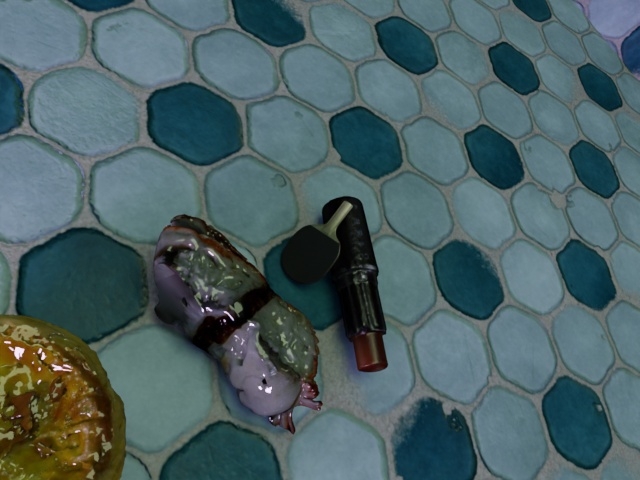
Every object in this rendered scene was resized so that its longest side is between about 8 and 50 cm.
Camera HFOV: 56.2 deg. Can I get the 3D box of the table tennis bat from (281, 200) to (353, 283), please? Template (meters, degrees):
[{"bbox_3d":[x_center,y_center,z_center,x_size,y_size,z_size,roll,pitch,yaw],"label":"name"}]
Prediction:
[{"bbox_3d":[0.000,0.000,0.973,0.087,0.013,0.156,35,81,23],"label":"table tennis bat"}]

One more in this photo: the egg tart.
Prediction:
[{"bbox_3d":[-0.355,0.215,0.627,0.290,0.115,0.290,15,47,-18],"label":"egg tart"}]

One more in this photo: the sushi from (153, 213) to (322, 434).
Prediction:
[{"bbox_3d":[-0.118,0.113,0.829,0.332,0.124,0.130,44,41,0],"label":"sushi"}]

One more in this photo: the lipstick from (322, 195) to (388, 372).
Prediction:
[{"bbox_3d":[0.059,0.068,0.979,0.081,0.081,0.299,4,62,-28],"label":"lipstick"}]
